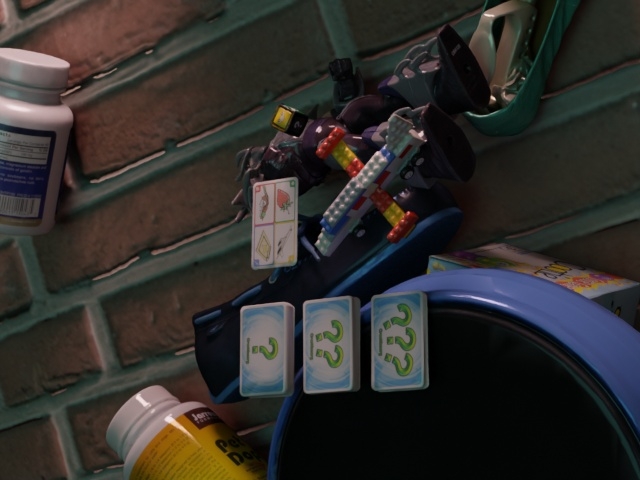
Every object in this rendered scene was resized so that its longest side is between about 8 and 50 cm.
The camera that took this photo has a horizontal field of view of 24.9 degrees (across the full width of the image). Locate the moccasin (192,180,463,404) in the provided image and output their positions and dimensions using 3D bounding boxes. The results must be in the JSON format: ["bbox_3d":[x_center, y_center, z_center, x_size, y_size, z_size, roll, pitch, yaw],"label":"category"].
[{"bbox_3d":[-0.018,0.034,1.370,0.342,0.137,0.117,-38,70,29],"label":"moccasin"}]

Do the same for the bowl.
[{"bbox_3d":[0.123,0.218,1.155,0.391,0.077,0.391,4,97,34],"label":"bowl"}]

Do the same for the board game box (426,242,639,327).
[{"bbox_3d":[0.161,0.156,1.258,0.142,0.144,0.275,18,104,31],"label":"board game box"}]

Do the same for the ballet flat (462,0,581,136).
[{"bbox_3d":[0.176,-0.206,1.245,0.083,0.087,0.247,23,107,30],"label":"ballet flat"}]

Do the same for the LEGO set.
[{"bbox_3d":[0.000,0.000,1.163,0.182,0.060,0.244,-7,77,36],"label":"LEGO set"}]

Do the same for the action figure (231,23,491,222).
[{"bbox_3d":[0.019,-0.095,1.294,0.285,0.185,0.099,-12,132,45],"label":"action figure"}]

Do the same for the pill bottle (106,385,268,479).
[{"bbox_3d":[-0.117,0.245,1.466,0.215,0.117,0.117,40,114,24],"label":"pill bottle"}]

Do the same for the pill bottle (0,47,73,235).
[{"bbox_3d":[-0.329,-0.108,1.575,0.112,0.112,0.187,21,105,30],"label":"pill bottle"}]
